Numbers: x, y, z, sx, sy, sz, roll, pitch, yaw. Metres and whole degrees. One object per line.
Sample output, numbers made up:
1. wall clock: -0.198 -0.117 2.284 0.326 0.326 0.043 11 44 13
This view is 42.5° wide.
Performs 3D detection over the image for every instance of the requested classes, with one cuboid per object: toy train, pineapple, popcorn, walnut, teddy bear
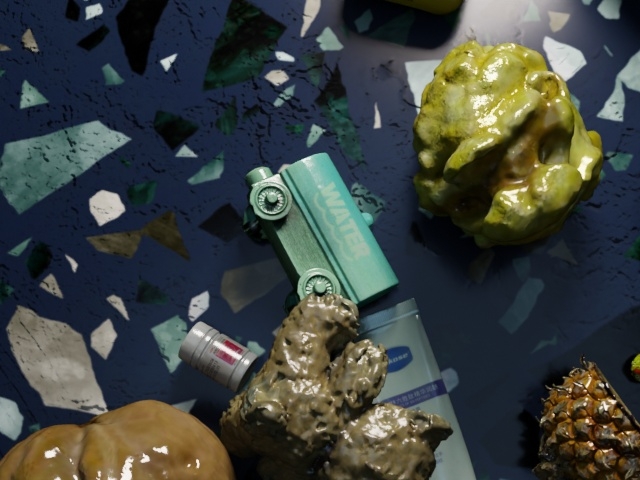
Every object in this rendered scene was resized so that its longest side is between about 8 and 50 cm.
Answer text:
1. toy train: 0.000 0.000 1.091 0.159 0.101 0.248 -24 78 -16
2. pineapple: 0.313 0.247 0.984 0.137 0.161 0.176 -34 64 9
3. popcorn: 0.215 -0.115 1.018 0.235 0.242 0.250 -39 76 0
4. walnut: -0.228 0.367 0.938 0.306 0.306 0.344 -16 86 1
5. teddy bear: 0.022 0.228 0.986 0.256 0.156 0.267 31 111 -2

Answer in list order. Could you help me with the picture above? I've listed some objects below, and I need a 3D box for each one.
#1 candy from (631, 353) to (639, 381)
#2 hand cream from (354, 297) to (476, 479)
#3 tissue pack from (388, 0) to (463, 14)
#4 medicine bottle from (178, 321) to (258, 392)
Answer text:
1. candy: 0.438 0.130 1.061 0.035 0.035 0.123 44 71 -33
2. hand cream: 0.128 0.240 1.059 0.109 0.067 0.320 -21 71 1
3. tissue pack: 0.125 -0.393 1.132 0.178 0.127 0.123 16 79 6
4. medicine bottle: -0.134 0.153 1.082 0.091 0.058 0.058 29 83 9
